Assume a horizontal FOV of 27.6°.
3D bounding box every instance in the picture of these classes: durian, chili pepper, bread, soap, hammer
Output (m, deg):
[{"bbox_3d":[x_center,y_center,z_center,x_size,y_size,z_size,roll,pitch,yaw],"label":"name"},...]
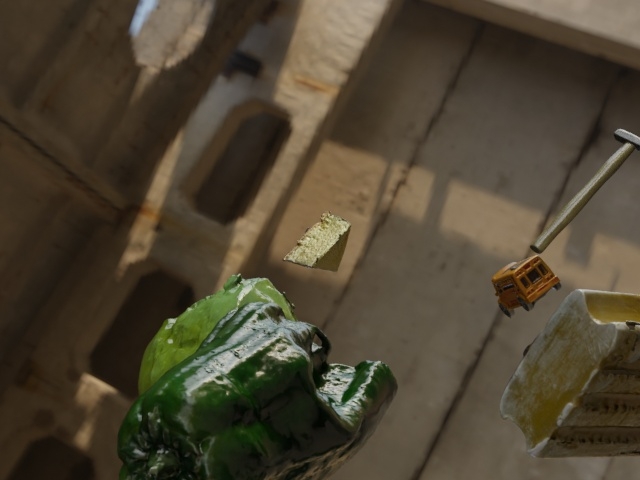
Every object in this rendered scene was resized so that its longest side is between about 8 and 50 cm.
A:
[{"bbox_3d":[-0.121,0.188,1.756,0.204,0.339,0.256,29,-128,-31],"label":"durian"},{"bbox_3d":[-0.047,0.179,1.390,0.385,0.167,0.213,-22,-75,-56],"label":"chili pepper"},{"bbox_3d":[0.000,0.000,2.314,0.080,0.084,0.109,16,-87,-47],"label":"bread"},{"bbox_3d":[0.332,0.141,1.353,0.274,0.089,0.173,8,-60,-40],"label":"soap"},{"bbox_3d":[0.326,-0.056,1.579,0.199,0.062,0.013,-46,-41,-14],"label":"hammer"}]

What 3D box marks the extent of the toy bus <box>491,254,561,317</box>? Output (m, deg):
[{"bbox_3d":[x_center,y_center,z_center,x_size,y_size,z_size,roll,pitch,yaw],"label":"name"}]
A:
[{"bbox_3d":[0.323,0.071,2.090,0.069,0.074,0.162,-36,-2,-11],"label":"toy bus"}]
